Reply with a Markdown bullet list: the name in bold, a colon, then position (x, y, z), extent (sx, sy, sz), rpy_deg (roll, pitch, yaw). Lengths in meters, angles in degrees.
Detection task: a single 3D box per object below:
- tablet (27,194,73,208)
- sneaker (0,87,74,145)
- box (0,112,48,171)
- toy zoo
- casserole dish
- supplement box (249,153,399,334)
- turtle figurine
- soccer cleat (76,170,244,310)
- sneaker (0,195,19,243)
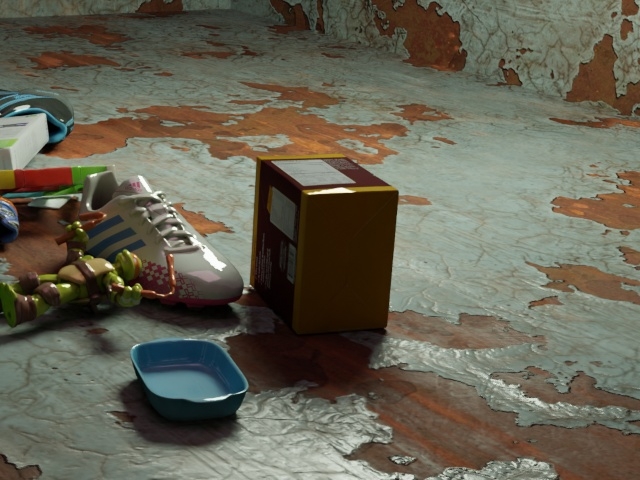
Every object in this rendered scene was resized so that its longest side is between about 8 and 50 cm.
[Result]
- **tablet**: position (-0.443, -0.066, 2.286), extent (0.054, 0.006, 0.083), rpy_deg (5, 17, 6)
- **sneaker**: position (-0.628, -0.235, 2.589), extent (0.341, 0.125, 0.139), rpy_deg (-1, 20, -13)
- **box**: position (-0.607, -0.154, 2.381), extent (0.232, 0.058, 0.322), rpy_deg (-6, 14, 1)
- **toy zoo**: position (-0.487, -0.087, 2.168), extent (0.293, 0.030, 0.192), rpy_deg (-5, -2, -27)
- **casserole dish**: position (-0.151, 0.159, 1.579), extent (0.114, 0.037, 0.188), rpy_deg (-3, 18, -20)
- **supplement box**: position (0.000, 0.000, 1.858), extent (0.129, 0.191, 0.194), rpy_deg (-3, 19, -22)
- **turtle figurine**: position (-0.323, 0.049, 1.812), extent (0.217, 0.087, 0.269), rpy_deg (-15, 33, -29)
- **soccer cleat**: position (-0.231, -0.007, 1.912), extent (0.116, 0.143, 0.331), rpy_deg (-13, 24, -43)
- **sneaker**: position (-0.537, -0.023, 2.013), extent (0.221, 0.083, 0.087), rpy_deg (-9, 26, -29)
